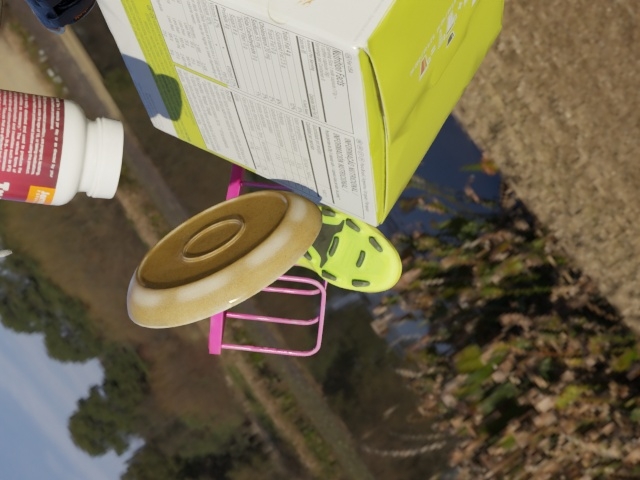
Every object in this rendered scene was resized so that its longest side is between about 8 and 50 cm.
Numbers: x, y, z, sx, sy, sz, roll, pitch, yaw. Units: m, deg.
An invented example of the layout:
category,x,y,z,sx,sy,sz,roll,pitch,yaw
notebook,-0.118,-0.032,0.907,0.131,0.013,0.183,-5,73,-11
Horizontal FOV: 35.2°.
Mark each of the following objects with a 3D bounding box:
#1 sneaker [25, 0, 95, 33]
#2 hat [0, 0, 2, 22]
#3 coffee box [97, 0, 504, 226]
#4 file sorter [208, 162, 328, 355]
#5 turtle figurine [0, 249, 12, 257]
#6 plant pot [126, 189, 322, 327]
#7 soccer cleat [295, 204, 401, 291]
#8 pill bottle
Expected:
category,x,y,z,sx,sy,sz,roll,pitch,yaw
sneaker,-0.382,-0.384,1.467,0.127,0.126,0.321,47,176,-15
hat,-0.394,-0.182,0.725,0.331,0.331,0.134,62,169,-29
coffee box,-0.005,-0.282,1.121,0.334,0.337,0.338,25,158,18
file sorter,-0.074,0.023,1.676,0.202,0.182,0.290,98,178,-46
turtle figurine,-0.478,-0.059,0.914,0.275,0.266,0.197,15,118,24
plant pot,-0.111,0.009,1.092,0.032,0.236,0.236,62,169,-23
soccer cleat,0.000,-0.001,1.317,0.289,0.093,0.121,17,-176,38
pill bottle,-0.235,-0.073,0.787,0.086,0.152,0.086,-174,90,-69
